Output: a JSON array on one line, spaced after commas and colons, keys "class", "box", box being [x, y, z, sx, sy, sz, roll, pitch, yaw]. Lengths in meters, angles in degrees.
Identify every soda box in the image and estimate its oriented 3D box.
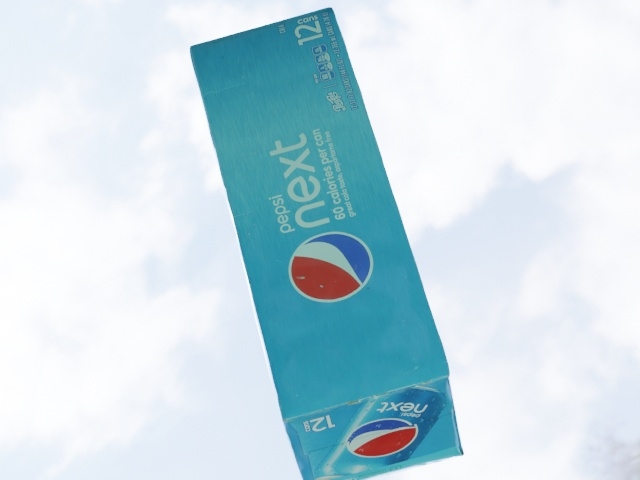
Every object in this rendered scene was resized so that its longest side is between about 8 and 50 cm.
[{"class": "soda box", "box": [0.000, 0.000, 0.811, 0.071, 0.067, 0.210, -15, -127, -1]}]
